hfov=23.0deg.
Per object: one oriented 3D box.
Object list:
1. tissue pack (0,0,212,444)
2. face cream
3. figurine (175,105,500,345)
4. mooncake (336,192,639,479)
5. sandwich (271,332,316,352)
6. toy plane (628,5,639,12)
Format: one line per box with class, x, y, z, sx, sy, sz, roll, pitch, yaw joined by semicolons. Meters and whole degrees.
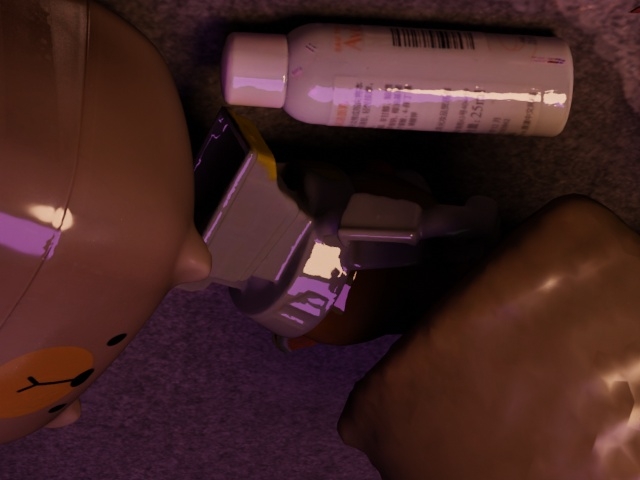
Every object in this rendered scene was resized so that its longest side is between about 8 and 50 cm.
tissue pack;-0.261;-0.009;1.199;0.277;0.267;0.387;17;139;-28
face cream;0.057;-0.126;1.215;0.269;0.082;0.082;3;144;-7
figurine;-0.001;0.001;1.306;0.285;0.167;0.342;18;-176;-28
mooncake;0.221;0.107;1.282;0.394;0.246;0.393;-29;171;-38
sandwich;-0.005;0.077;1.534;0.067;0.029;0.135;26;136;-32
toy plane;0.382;-0.191;1.088;0.326;0.104;0.223;0;177;9
